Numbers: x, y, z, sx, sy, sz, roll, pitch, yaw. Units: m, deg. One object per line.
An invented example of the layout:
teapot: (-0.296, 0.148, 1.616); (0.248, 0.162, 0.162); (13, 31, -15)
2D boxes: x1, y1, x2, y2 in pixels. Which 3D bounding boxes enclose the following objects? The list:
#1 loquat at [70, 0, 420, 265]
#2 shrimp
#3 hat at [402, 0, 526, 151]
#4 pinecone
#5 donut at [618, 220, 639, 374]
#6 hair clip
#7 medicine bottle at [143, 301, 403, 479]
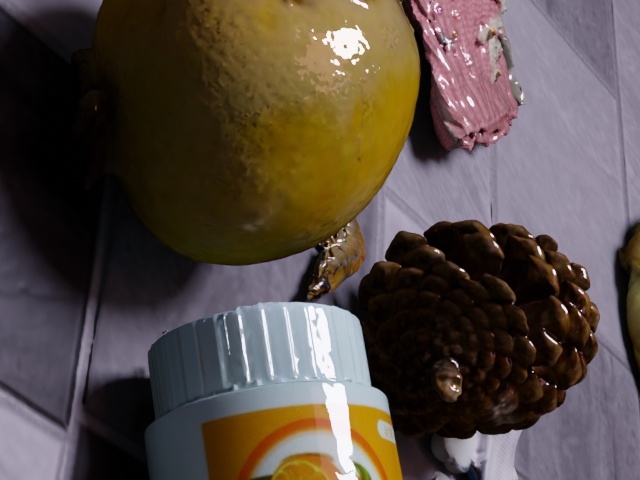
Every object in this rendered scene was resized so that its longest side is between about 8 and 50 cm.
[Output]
loquat: (-0.054, -0.098, 1.117); (0.244, 0.244, 0.244); (37, 42, -43)
shrimp: (0.000, 0.000, 1.322); (0.091, 0.025, 0.127); (57, 27, -18)
hat: (0.129, -0.230, 1.600); (0.236, 0.107, 0.286); (-30, 102, -70)
pinecone: (0.128, 0.070, 1.327); (0.212, 0.185, 0.169); (7, 78, -60)
donut: (0.475, 0.113, 1.882); (0.360, 0.170, 0.360); (34, 44, -41)
hair clip: (0.138, 0.201, 1.395); (0.140, 0.054, 0.220); (51, 36, -35)
medicine bottle: (-0.018, 0.205, 1.027); (0.158, 0.158, 0.318); (19, 55, -53)
